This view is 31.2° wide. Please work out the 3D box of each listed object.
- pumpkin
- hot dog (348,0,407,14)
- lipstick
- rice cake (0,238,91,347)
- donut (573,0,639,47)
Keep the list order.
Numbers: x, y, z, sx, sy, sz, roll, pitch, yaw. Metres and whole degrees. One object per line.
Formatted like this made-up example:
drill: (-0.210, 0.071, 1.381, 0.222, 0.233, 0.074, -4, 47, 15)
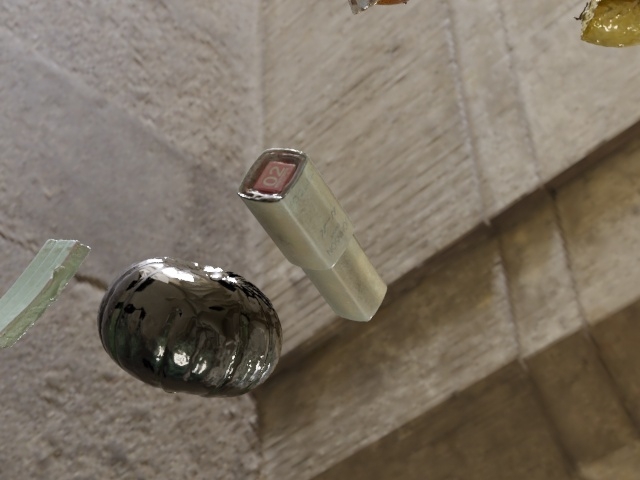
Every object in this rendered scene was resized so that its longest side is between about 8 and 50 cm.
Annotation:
pumpkin: (-0.137, 0.095, 1.199, 0.202, 0.140, 0.202, 18, 2, -1)
hot dog: (0.078, -0.182, 0.560, 0.053, 0.099, 0.192, 46, 64, -9)
lipstick: (0.000, 0.000, 1.359, 0.079, 0.077, 0.253, -60, 138, -23)
rice cake: (-0.501, 0.090, 1.984, 0.043, 0.127, 0.237, 52, 59, -29)
donut: (0.264, -0.248, 0.993, 0.181, 0.146, 0.078, 58, 37, -29)
